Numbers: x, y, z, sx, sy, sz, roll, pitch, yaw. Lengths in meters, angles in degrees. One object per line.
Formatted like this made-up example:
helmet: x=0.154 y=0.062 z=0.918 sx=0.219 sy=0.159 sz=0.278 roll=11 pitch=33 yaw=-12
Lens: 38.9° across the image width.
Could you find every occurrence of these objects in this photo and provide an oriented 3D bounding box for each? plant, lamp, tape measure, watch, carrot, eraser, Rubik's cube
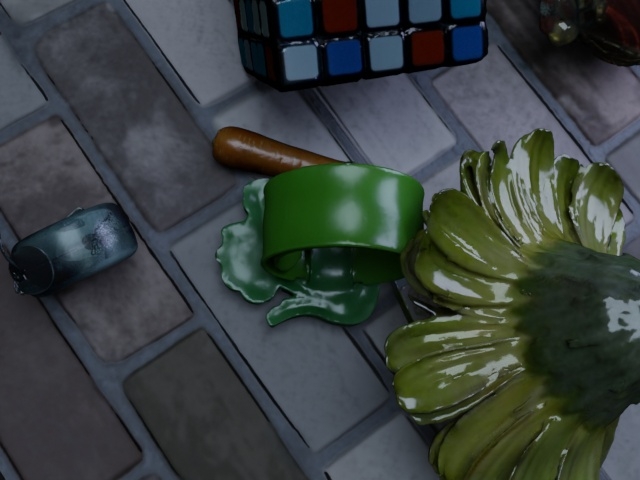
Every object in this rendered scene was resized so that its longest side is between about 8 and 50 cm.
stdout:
plant: x=0.214 y=0.055 z=0.696 sx=0.297 sy=0.261 sz=0.306 roll=-23 pitch=86 yaw=20
lamp: x=0.311 y=-0.249 z=0.857 sx=0.223 sy=0.215 sz=0.151 roll=-35 pitch=43 yaw=14
tape measure: x=-0.229 y=-0.039 z=0.739 sx=0.107 sy=0.104 sz=0.180 roll=-27 pitch=79 yaw=-12
watch: x=0.000 y=0.000 z=0.738 sx=0.165 sy=0.152 sz=0.131 roll=6 pitch=75 yaw=-8
carrot: x=-0.006 y=-0.065 z=0.820 sx=0.190 sy=0.037 sz=0.037 roll=14 pitch=71 yaw=-7
eraser: x=0.092 y=0.059 z=0.800 sx=0.038 sy=0.019 sz=0.083 roll=-21 pitch=76 yaw=-12
Rubik's cube: x=0.023 y=-0.237 z=0.765 sx=0.187 sy=0.182 sz=0.184 roll=-12 pitch=109 yaw=-12
